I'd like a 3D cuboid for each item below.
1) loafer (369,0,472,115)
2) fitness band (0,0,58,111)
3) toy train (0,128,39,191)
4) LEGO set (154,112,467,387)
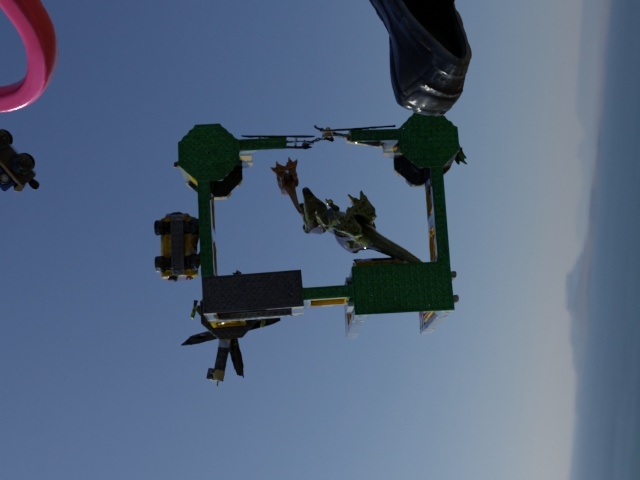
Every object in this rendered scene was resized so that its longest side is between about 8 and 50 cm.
[{"bbox_3d":[0.088,-0.211,0.810,0.078,0.076,0.223,127,142,-48],"label":"loafer"},{"bbox_3d":[-0.437,-0.271,1.077,0.290,0.209,0.054,56,-149,-32],"label":"fitness band"},{"bbox_3d":[-0.250,-0.090,0.620,0.158,0.036,0.027,49,176,-15],"label":"toy train"},{"bbox_3d":[0.000,0.000,0.978,0.192,0.332,0.254,96,163,-76],"label":"LEGO set"}]
